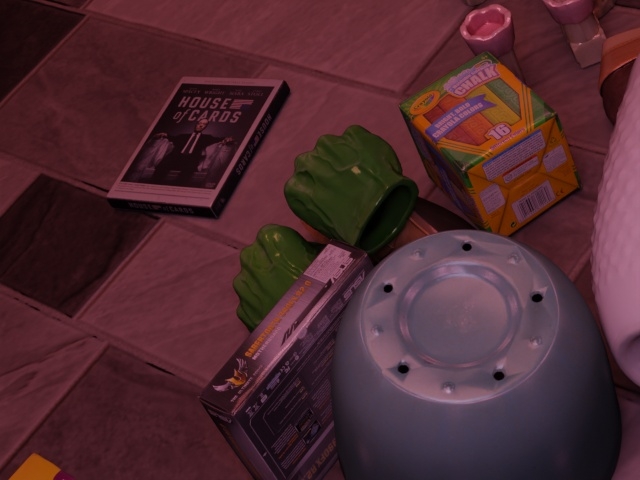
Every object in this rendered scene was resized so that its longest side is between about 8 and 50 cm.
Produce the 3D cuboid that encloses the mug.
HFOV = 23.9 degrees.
[{"bbox_3d":[0.448,0.003,1.465,0.374,0.276,0.328,19,61,4],"label":"mug"}]

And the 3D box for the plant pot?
[{"bbox_3d":[0.140,0.127,1.449,0.292,0.235,0.293,-5,56,8],"label":"plant pot"}]

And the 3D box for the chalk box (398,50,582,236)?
[{"bbox_3d":[0.189,-0.124,1.794,0.132,0.132,0.213,-33,42,-6],"label":"chalk box"}]

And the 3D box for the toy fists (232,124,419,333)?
[{"bbox_3d":[0.000,0.000,1.738,0.142,0.096,0.279,41,110,33],"label":"toy fists"}]

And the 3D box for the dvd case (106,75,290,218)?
[{"bbox_3d":[-0.166,-0.132,2.068,0.179,0.030,0.239,5,53,31],"label":"dvd case"}]

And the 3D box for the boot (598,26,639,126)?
[{"bbox_3d":[0.447,-0.187,1.753,0.248,0.090,0.207,-22,50,23],"label":"boot"}]

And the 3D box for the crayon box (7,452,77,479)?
[{"bbox_3d":[-0.272,0.424,1.530,0.363,0.106,0.313,23,64,41],"label":"crayon box"}]

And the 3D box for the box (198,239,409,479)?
[{"bbox_3d":[-0.006,0.142,1.604,0.056,0.183,0.231,22,63,39],"label":"box"}]

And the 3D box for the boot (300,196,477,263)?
[{"bbox_3d":[0.092,-0.004,1.780,0.305,0.112,0.115,36,102,41],"label":"boot"}]

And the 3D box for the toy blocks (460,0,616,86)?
[{"bbox_3d":[0.294,-0.393,1.904,0.308,0.260,0.289,-21,42,9],"label":"toy blocks"}]
